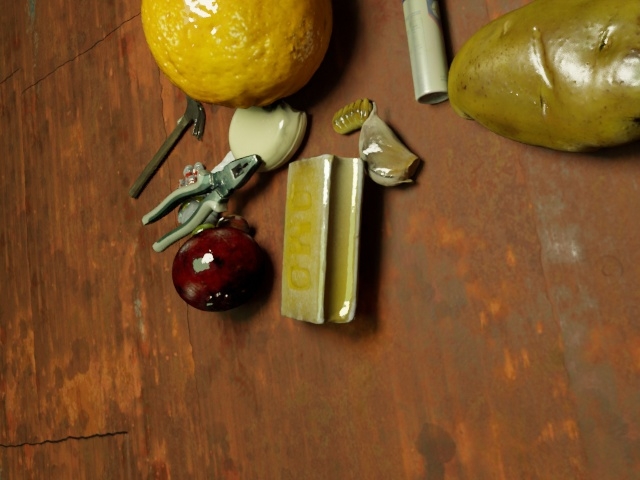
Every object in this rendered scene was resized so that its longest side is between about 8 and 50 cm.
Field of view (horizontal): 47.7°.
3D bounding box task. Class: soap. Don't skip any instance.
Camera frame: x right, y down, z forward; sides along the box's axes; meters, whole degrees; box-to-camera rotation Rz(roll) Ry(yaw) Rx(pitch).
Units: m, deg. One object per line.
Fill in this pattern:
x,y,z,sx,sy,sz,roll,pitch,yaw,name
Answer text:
0.000,0.000,1.233,0.173,0.089,0.274,178,95,-65,soap

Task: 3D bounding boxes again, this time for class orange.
-0.143,-0.381,1.266,0.340,0.340,0.294,11,109,41,orange

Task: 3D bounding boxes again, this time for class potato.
0.327,-0.225,0.973,0.369,0.176,0.196,11,133,49,potato

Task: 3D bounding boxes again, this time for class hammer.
-0.352,-0.201,1.625,0.297,0.027,0.125,-44,55,29,hammer

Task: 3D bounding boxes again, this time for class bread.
0.055,-0.218,1.273,0.088,0.033,0.049,-18,69,39,bread

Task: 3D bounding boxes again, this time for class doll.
-0.256,-0.078,1.507,0.094,0.079,0.180,-14,68,4,doll

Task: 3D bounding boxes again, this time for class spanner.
-0.233,-0.082,1.416,0.324,0.040,0.096,-30,79,31,spanner

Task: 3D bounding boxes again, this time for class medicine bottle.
0.168,-0.339,1.168,0.059,0.059,0.231,-14,78,39,medicine bottle

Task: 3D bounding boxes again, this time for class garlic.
0.104,-0.146,1.210,0.084,0.066,0.152,-37,65,2,garlic

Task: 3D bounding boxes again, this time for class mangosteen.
-0.195,0.040,1.385,0.199,0.199,0.200,-4,83,40,mangosteen

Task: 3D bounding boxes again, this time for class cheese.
-0.128,-0.171,1.399,0.163,0.070,0.249,45,114,34,cheese
